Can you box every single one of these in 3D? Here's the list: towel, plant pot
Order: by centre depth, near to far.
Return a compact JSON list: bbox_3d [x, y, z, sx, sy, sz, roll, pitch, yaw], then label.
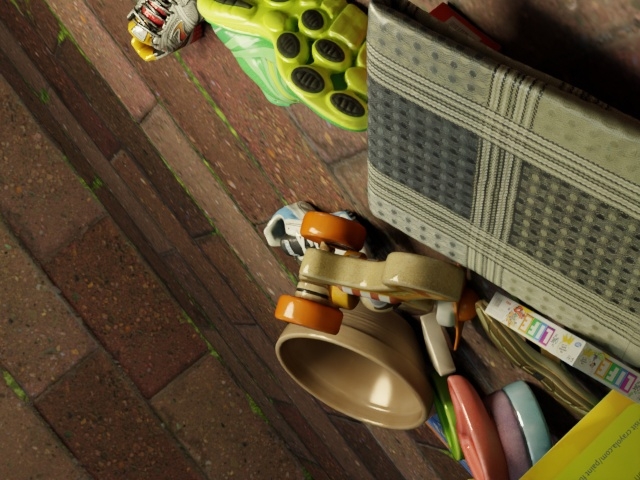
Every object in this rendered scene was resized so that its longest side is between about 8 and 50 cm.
[{"bbox_3d":[0.178,-0.046,0.897,0.324,0.056,0.312,32,155,21],"label":"towel"},{"bbox_3d":[0.064,0.163,1.493,0.237,0.110,0.237,23,151,14],"label":"plant pot"}]

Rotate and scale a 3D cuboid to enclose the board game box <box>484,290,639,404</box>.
[{"bbox_3d":[0.243,0.104,1.030,0.103,0.026,0.154,29,-177,-27],"label":"board game box"}]

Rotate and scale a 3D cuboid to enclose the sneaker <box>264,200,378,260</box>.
[{"bbox_3d":[0.000,0.000,1.452,0.237,0.086,0.085,16,140,60],"label":"sneaker"}]

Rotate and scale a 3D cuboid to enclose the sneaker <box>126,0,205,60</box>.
[{"bbox_3d":[-0.196,-0.289,1.343,0.088,0.092,0.225,50,163,3],"label":"sneaker"}]

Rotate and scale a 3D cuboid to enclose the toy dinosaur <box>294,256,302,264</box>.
[{"bbox_3d":[0.035,0.075,1.566,0.268,0.064,0.118,20,139,54],"label":"toy dinosaur"}]

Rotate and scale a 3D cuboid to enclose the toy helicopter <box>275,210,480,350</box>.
[{"bbox_3d":[0.094,0.055,1.191,0.235,0.140,0.355,18,173,-9],"label":"toy helicopter"}]

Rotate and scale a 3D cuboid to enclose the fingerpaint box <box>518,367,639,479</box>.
[{"bbox_3d":[0.275,0.411,0.975,0.371,0.445,0.163,43,162,24],"label":"fingerpaint box"}]

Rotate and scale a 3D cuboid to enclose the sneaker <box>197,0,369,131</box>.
[{"bbox_3d":[-0.014,-0.194,1.083,0.295,0.109,0.123,44,173,41],"label":"sneaker"}]

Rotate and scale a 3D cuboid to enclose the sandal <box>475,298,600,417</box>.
[{"bbox_3d":[0.243,0.124,1.150,0.180,0.049,0.072,41,170,6],"label":"sandal"}]

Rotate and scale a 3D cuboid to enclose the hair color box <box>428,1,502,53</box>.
[{"bbox_3d":[0.116,-0.138,0.935,0.072,0.043,0.141,44,161,21],"label":"hair color box"}]

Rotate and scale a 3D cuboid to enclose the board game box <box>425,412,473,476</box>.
[{"bbox_3d":[0.277,0.366,1.597,0.281,0.027,0.145,48,162,10],"label":"board game box"}]

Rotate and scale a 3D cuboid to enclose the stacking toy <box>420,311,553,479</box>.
[{"bbox_3d":[0.243,0.248,1.391,0.309,0.130,0.279,76,176,-49],"label":"stacking toy"}]
